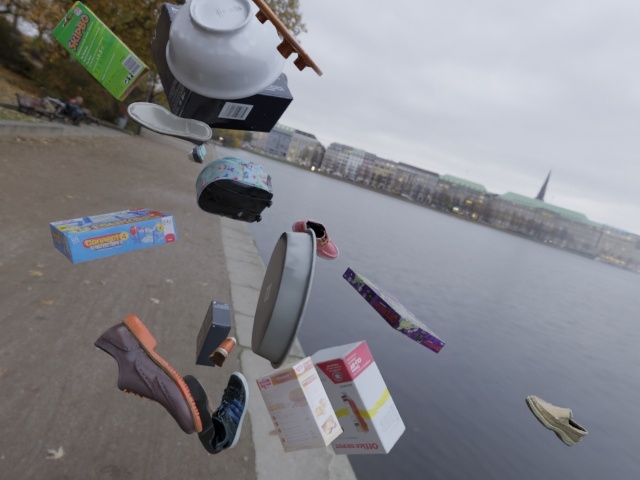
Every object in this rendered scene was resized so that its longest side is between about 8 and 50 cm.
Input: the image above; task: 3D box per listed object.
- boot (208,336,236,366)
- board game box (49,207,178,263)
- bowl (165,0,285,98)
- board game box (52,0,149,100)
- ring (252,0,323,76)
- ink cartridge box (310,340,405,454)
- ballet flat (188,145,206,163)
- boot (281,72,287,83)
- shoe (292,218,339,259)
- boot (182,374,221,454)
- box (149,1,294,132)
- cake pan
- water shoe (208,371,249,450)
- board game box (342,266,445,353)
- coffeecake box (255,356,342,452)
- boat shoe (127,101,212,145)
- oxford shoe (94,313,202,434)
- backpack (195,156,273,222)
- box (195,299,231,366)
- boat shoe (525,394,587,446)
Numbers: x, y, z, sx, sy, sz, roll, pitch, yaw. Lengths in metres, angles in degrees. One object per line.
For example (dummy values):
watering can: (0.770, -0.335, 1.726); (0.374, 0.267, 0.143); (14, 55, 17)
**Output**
boot: (-0.349, 0.401, 1.457); (0.059, 0.158, 0.084); (39, 48, -5)
board game box: (-0.679, -0.028, 1.324); (0.308, 0.086, 0.302); (-16, 18, -39)
bowl: (-0.233, -0.499, 0.976); (0.298, 0.297, 0.134); (18, -23, 1)
board game box: (-0.614, -0.528, 1.129); (0.259, 0.124, 0.039); (45, 7, -4)
ring: (-0.117, -0.372, 0.604); (0.336, 0.032, 0.336); (45, 17, -17)
ink cartridge box: (0.114, 0.618, 1.582); (0.279, 0.384, 0.160); (-27, -3, 41)
ballet flat: (-0.560, -0.384, 1.828); (0.074, 0.074, 0.203); (15, 21, -18)
boot: (-0.162, -0.574, 1.530); (0.082, 0.219, 0.106); (25, -24, -14)
shoe: (0.000, 0.000, 1.209); (0.178, 0.063, 0.081); (39, -21, -21)
boot: (-0.446, 0.657, 1.553); (0.305, 0.112, 0.115); (59, 0, 12)
box: (-0.313, -0.530, 1.286); (0.343, 0.179, 0.312); (-7, 68, -41)
cake pan: (-0.083, 0.110, 0.834); (0.054, 0.293, 0.293); (16, 9, -14)
water shoe: (-0.251, 0.466, 1.105); (0.073, 0.203, 0.080); (-1, -13, 33)
board game box: (0.220, 0.212, 1.289); (0.208, 0.056, 0.347); (28, 7, -28)
coffeecake box: (-0.054, 0.387, 0.955); (0.142, 0.185, 0.068); (-30, -10, 37)
boat shoe: (-0.390, -0.289, 1.042); (0.206, 0.075, 0.065); (11, -23, -32)
oxford shoe: (-0.335, 0.280, 0.795); (0.098, 0.097, 0.271); (-35, 80, -32)
backpack: (-0.324, -0.189, 1.485); (0.254, 0.225, 0.191); (7, 53, -36)
box: (-0.528, 0.458, 1.991); (0.103, 0.261, 0.184); (17, 23, -21)
boat shoe: (0.613, 0.453, 1.045); (0.190, 0.072, 0.068); (39, 26, -15)
